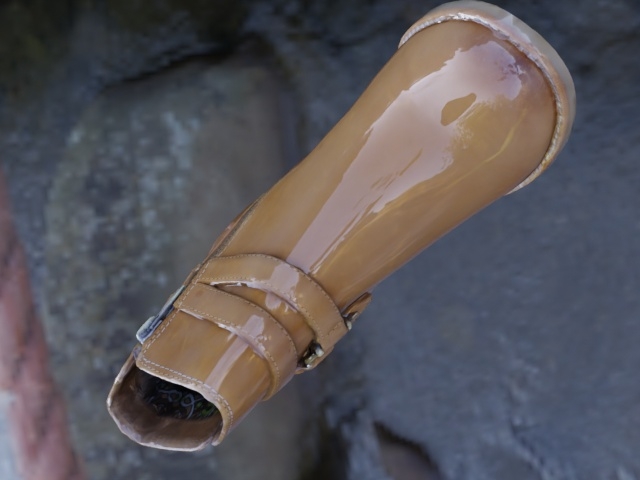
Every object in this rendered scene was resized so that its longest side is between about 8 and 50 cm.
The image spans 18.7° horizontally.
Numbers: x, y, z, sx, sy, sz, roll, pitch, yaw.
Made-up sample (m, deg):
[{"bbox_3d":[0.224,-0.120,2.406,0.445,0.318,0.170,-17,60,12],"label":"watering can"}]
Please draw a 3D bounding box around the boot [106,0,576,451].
[{"bbox_3d":[0.000,0.000,1.017,0.109,0.220,0.283,49,148,-8],"label":"boot"}]
